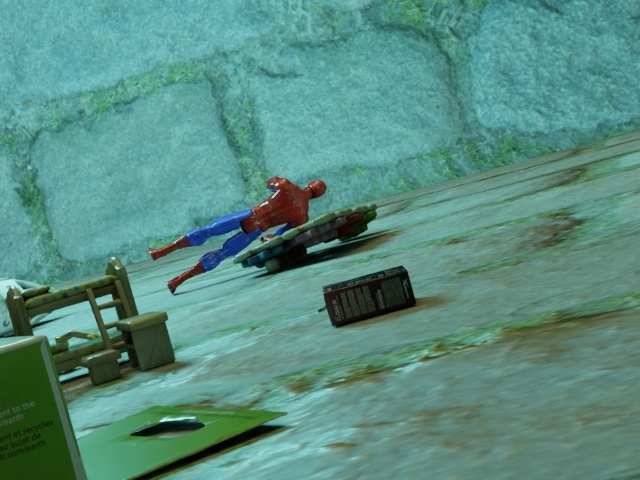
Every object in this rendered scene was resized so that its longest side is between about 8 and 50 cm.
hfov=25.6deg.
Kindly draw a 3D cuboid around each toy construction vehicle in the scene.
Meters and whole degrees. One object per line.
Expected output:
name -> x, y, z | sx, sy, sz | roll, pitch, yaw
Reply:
toy construction vehicle -> -0.287, 0.121, 1.459 | 0.098, 0.035, 0.086 | -14, 4, 25

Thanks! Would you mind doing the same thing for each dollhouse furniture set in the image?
dollhouse furniture set -> -0.249, 0.086, 1.296 | 0.182, 0.101, 0.161 | -17, 4, -21

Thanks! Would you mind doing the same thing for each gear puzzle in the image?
gear puzzle -> 0.000, 0.000, 2.099 | 0.175, 0.044, 0.339 | -25, -3, 19

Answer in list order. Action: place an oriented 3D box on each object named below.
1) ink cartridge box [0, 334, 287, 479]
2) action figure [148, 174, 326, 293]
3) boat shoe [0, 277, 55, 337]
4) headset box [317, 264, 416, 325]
ink cartridge box -> -0.180, 0.100, 0.820 | 0.255, 0.097, 0.189 | -19, 5, -32
action figure -> -0.120, -0.021, 2.137 | 0.280, 0.091, 0.139 | -27, 4, -5
boat shoe -> -0.489, 0.100, 2.157 | 0.096, 0.098, 0.277 | -15, 2, 17
headset box -> 0.037, 0.048, 1.218 | 0.083, 0.032, 0.062 | -16, 3, -1
